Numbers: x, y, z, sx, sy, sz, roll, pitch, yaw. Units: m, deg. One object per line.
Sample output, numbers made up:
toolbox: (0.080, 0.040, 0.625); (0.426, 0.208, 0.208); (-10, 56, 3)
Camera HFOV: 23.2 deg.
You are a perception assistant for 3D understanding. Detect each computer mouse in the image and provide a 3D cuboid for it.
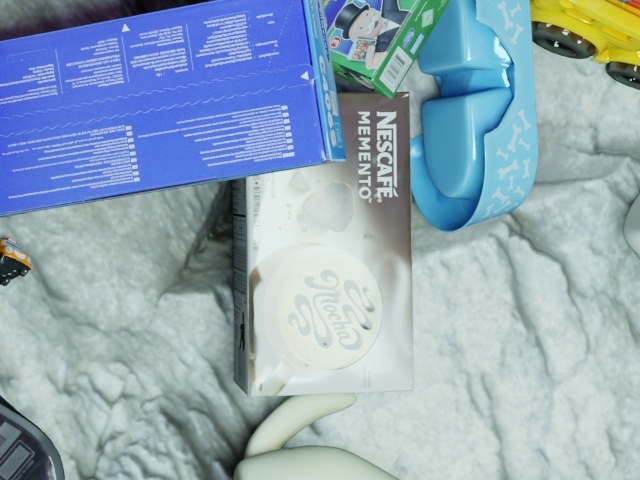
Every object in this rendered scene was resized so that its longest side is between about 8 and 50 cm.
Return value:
computer mouse: (-0.355, 0.176, 1.516); (0.272, 0.072, 0.188); (45, 84, 2)

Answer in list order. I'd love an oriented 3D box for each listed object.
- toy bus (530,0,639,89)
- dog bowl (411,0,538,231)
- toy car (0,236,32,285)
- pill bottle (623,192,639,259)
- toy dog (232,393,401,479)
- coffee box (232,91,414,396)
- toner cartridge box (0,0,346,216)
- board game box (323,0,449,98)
toy bus: (0.332, -0.252, 1.586); (0.220, 0.211, 0.149); (23, 85, -14)
dog bowl: (0.151, -0.159, 1.576); (0.074, 0.166, 0.297); (-6, 93, -24)
toy car: (-0.341, 0.005, 1.517); (0.122, 0.060, 0.041); (20, 55, -20)
pill bottle: (0.503, 0.062, 1.638); (0.204, 0.204, 0.361); (-43, 100, -8)
toy dog: (0.108, 0.355, 1.535); (0.407, 0.285, 0.395); (6, 51, -6)
coffee box: (0.000, 0.000, 1.561); (0.168, 0.119, 0.297); (0, 92, -10)
toner cartridge box: (-0.160, -0.127, 1.467); (0.347, 0.075, 0.165); (-8, 92, 13)
board game box: (0.062, -0.314, 1.532); (0.317, 0.213, 0.046); (-59, 143, -5)
